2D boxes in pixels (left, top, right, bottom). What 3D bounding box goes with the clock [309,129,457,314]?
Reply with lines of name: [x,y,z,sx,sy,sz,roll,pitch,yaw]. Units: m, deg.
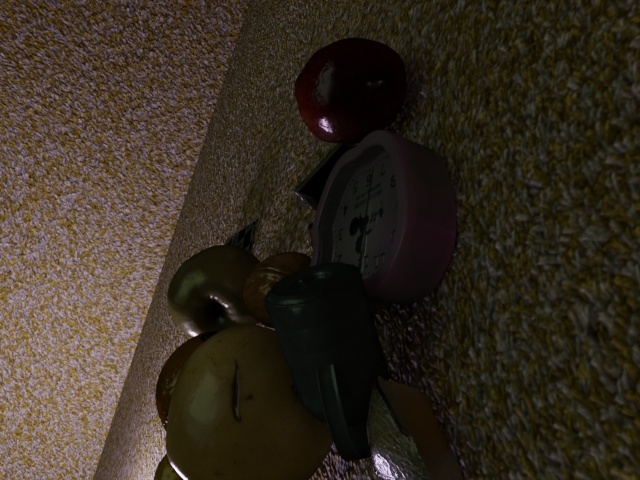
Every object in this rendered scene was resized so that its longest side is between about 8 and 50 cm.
clock: [0.093,-0.012,0.995,0.338,0.102,0.339,-44,38,49]

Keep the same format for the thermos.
thermos: [0.026,0.189,0.844,0.182,0.144,0.287,-64,-42,-74]

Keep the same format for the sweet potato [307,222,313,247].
sweet potato: [0.001,-0.002,1.251,0.053,0.053,0.182,-55,26,18]

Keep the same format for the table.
table: [0.018,-0.134,1.215,0.146,0.062,0.175,-47,25,-7]

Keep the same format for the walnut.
walnut: [-0.077,0.107,1.223,0.197,0.165,0.165,-34,45,56]

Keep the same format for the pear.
pear: [-0.123,0.307,1.013,0.309,0.309,0.310,-45,36,48]

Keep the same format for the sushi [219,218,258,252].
sushi: [-0.323,0.109,1.841,0.320,0.068,0.340,-24,50,60]

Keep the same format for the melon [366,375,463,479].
melon: [0.121,0.288,0.764,0.140,0.093,0.203,-63,40,35]

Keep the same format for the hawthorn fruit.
hawthorn fruit: [0.065,-0.284,1.111,0.249,0.215,0.216,28,100,62]

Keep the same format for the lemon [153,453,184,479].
lemon: [-0.330,0.607,1.443,0.180,0.180,0.193,-17,59,62]

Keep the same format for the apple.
apple: [-0.258,0.137,1.508,0.262,0.262,0.263,-45,36,48]

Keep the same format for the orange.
orange: [-0.227,0.331,1.272,0.274,0.274,0.275,-45,36,48]
